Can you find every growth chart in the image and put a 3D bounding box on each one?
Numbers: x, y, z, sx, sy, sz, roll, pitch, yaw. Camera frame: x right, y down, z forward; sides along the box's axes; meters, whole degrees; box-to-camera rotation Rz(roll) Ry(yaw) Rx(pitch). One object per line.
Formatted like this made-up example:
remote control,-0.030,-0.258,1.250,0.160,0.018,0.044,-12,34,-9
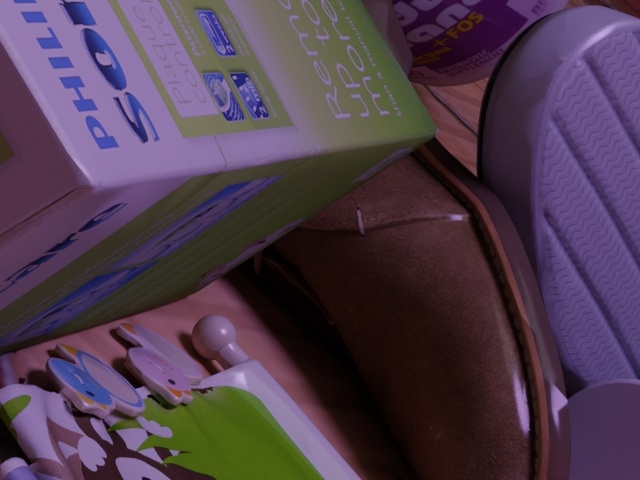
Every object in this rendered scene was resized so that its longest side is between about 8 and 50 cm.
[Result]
growth chart,-0.025,0.093,0.557,0.172,0.021,0.237,46,17,6

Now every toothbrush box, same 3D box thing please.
toothbrush box,-0.099,-0.081,0.564,0.206,0.122,0.283,59,20,6

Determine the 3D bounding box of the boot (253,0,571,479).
boot,0.000,0.000,0.754,0.115,0.112,0.305,-4,49,-27

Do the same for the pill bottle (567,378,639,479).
pill bottle,0.165,0.117,0.786,0.180,0.108,0.108,24,27,-48

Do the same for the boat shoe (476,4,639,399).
boat shoe,0.122,0.018,0.852,0.119,0.121,0.335,37,-19,42

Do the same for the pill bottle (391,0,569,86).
pill bottle,0.011,-0.200,1.061,0.301,0.169,0.169,19,31,-54
